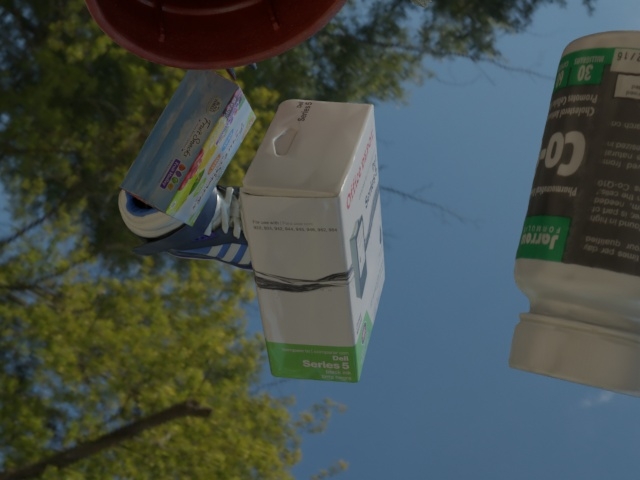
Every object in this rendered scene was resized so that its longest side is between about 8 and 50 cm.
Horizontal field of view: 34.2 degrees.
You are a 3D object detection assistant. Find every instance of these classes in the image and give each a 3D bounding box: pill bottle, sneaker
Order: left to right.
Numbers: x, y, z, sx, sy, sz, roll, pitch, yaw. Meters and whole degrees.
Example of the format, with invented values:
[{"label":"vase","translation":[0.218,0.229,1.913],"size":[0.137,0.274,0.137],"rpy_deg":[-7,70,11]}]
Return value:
[{"label":"sneaker","translation":[-0.148,-0.040,1.593],"size":[0.322,0.236,0.130],"rpy_deg":[1,-106,13]},{"label":"pill bottle","translation":[0.323,-0.021,1.110],"size":[0.204,0.204,0.361],"rpy_deg":[8,-97,43]}]

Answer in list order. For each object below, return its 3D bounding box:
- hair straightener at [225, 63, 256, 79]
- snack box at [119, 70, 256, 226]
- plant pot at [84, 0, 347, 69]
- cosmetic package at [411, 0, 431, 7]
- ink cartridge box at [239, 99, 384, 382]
[{"label":"hair straightener","translation":[-0.151,-0.355,1.696],"size":[0.089,0.230,0.047],"rpy_deg":[-21,-126,9]},{"label":"snack box","translation":[-0.158,-0.113,1.289],"size":[0.070,0.207,0.175],"rpy_deg":[30,-91,2]},{"label":"plant pot","translation":[-0.117,-0.361,1.038],"size":[0.272,0.272,0.265],"rpy_deg":[-30,-123,22]},{"label":"cosmetic package","translation":[0.166,-0.412,1.554],"size":[0.115,0.060,0.041],"rpy_deg":[-53,-152,6]},{"label":"ink cartridge box","translation":[0.000,0.000,1.221],"size":[0.114,0.273,0.198],"rpy_deg":[3,-142,13]}]
